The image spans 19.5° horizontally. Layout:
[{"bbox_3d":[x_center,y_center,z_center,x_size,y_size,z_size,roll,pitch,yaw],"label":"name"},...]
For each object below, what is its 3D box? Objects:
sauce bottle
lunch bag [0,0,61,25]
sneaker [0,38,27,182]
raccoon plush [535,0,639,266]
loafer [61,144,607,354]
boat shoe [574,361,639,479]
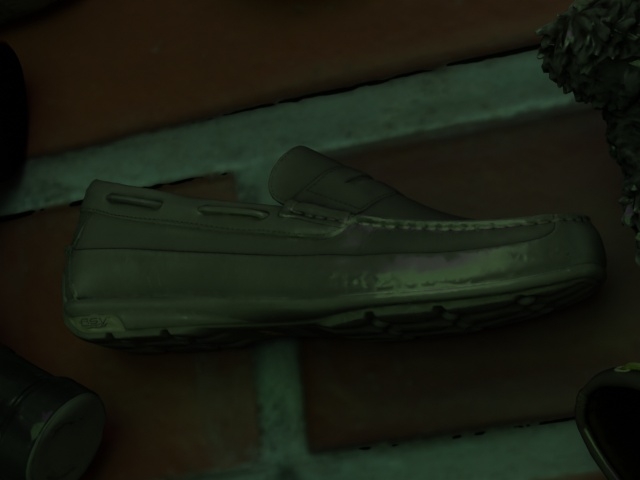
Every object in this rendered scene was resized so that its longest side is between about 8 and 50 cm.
[{"bbox_3d":[-0.282,0.052,1.123,0.344,0.111,0.111,28,82,26],"label":"sauce bottle"},{"bbox_3d":[-0.293,-0.302,1.171,0.213,0.256,0.305,-15,67,14],"label":"lunch bag"},{"bbox_3d":[-0.301,-0.039,1.083,0.136,0.314,0.115,5,110,24],"label":"sneaker"},{"bbox_3d":[0.270,-0.121,0.830,0.299,0.446,0.216,-24,78,-4],"label":"raccoon plush"},{"bbox_3d":[0.000,0.000,1.041,0.320,0.112,0.111,-3,79,19],"label":"loafer"},{"bbox_3d":[0.223,0.148,0.853,0.091,0.109,0.305,-4,30,-23],"label":"boat shoe"}]
